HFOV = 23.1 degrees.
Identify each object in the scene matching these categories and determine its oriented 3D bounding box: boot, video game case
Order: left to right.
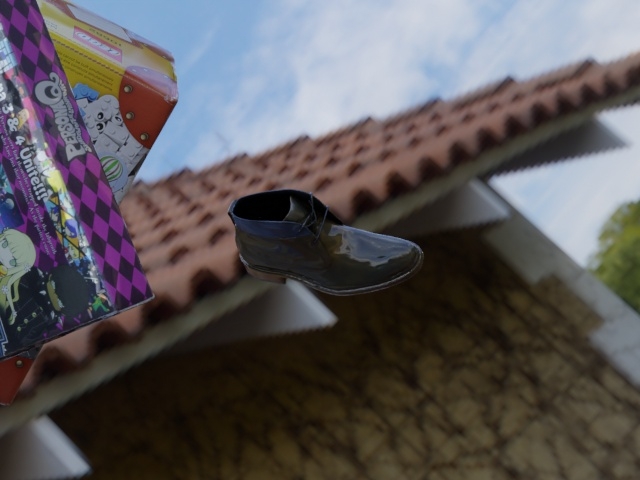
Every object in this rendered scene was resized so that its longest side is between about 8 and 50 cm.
[{"bbox_3d":[-0.225,-0.037,0.961,0.210,0.232,0.042,-23,-1,37],"label":"video game case"},{"bbox_3d":[0.000,0.000,1.739,0.106,0.219,0.082,64,-147,-50],"label":"boot"}]

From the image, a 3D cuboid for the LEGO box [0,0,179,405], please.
[{"bbox_3d":[-0.447,-0.120,1.545,0.372,0.500,0.193,-60,16,14],"label":"LEGO box"}]
